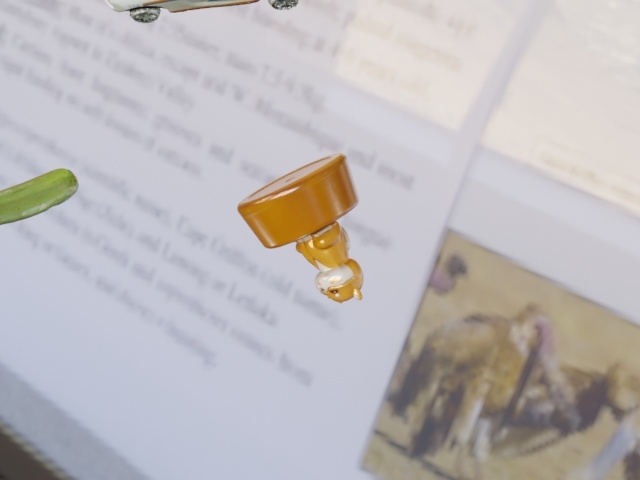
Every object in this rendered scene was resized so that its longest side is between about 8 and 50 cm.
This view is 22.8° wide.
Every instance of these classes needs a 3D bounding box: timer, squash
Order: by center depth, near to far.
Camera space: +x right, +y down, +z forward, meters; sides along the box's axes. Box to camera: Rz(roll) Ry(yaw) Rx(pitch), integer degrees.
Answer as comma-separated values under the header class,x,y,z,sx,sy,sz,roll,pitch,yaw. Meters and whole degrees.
class,x,y,z,sx,sy,sz,roll,pitch,yaw
squash,-0.198,-0.025,1.039,0.089,0.027,0.027,-22,35,-33
timer,0.000,0.000,1.714,0.152,0.132,0.132,63,6,-8

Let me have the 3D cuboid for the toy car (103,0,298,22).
class,x,y,z,sx,sy,sz,roll,pitch,yaw
toy car,-0.086,-0.236,1.296,0.204,0.095,0.056,-6,-16,3
